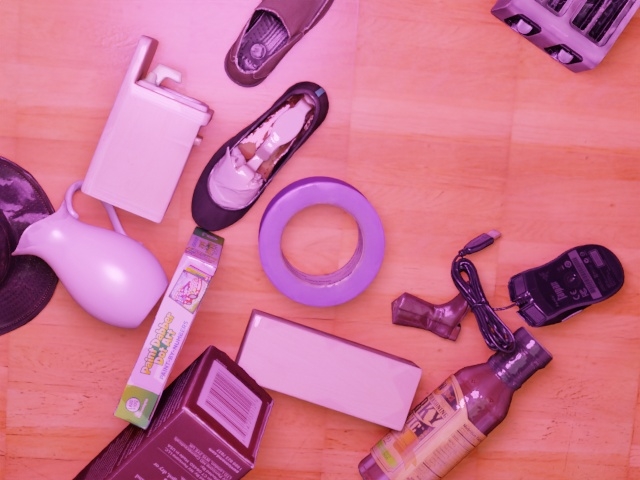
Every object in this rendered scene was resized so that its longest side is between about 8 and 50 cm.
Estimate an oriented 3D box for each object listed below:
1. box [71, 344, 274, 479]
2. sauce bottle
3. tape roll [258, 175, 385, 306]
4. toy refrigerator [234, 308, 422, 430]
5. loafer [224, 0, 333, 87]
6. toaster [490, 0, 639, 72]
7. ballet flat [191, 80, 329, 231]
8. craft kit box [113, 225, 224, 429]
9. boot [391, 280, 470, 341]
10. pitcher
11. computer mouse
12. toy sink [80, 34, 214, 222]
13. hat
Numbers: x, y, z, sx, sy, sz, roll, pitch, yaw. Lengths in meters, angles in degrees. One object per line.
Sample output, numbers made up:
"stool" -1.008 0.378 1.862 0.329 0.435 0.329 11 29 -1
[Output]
"box" -0.250 0.350 1.631 0.143 0.191 0.381 44 111 -11
"sauce bottle" 0.212 0.273 1.738 0.344 0.111 0.111 -44 100 2
"tape roll" 0.000 0.000 1.689 0.188 0.080 0.189 -1 99 -4
"toy refrigerator" 0.008 0.197 1.719 0.269 0.094 0.102 18 91 -7
"loafer" -0.048 -0.327 1.625 0.094 0.087 0.251 33 96 -9
"toaster" 0.372 -0.359 1.637 0.168 0.110 0.186 34 96 -9
"ballet flat" -0.097 -0.127 1.652 0.095 0.096 0.280 39 95 -5
"craft kit box" -0.212 0.116 1.609 0.061 0.250 0.247 26 97 -6
"boot" 0.173 0.095 1.742 0.114 0.037 0.106 19 96 -2
"pitcher" -0.316 0.017 1.638 0.207 0.125 0.178 37 52 -7
"computer mouse" 0.325 0.055 1.729 0.262 0.060 0.184 -26 71 -17
"toy sink" -0.234 -0.161 1.610 0.131 0.153 0.234 22 97 -7
"hat" -0.550 0.015 1.629 0.331 0.134 0.331 -1 99 -4
